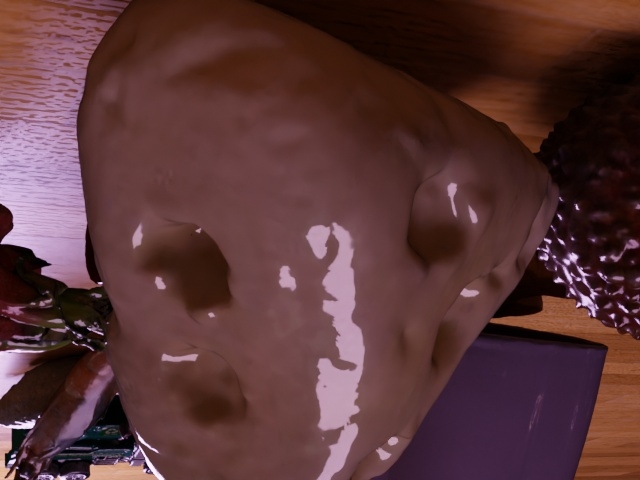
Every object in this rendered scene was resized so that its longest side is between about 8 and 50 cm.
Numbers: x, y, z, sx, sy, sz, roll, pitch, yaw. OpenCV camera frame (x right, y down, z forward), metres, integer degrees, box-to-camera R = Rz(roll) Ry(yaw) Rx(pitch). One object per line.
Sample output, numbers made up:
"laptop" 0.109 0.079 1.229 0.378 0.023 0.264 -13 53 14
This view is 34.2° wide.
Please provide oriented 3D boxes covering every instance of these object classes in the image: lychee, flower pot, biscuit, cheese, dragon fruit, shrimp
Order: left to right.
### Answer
"dragon fruit" -0.237 0.034 0.651 0.235 0.135 0.137 21 147 -15
"shrimp" -0.221 0.177 1.070 0.251 0.052 0.143 -40 140 15
"cheese" -0.019 0.004 0.495 0.173 0.251 0.248 26 167 36
"flower pot" 0.098 0.185 0.917 0.265 0.243 0.265 11 179 0
"biscuit" 0.137 0.035 0.919 0.236 0.040 0.144 11 150 -37
"lychee" 0.206 -0.019 0.593 0.165 0.165 0.197 3 177 -21

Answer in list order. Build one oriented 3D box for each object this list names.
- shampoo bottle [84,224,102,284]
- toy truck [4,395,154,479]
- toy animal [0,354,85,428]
"shampoo bottle" 0.000 0.001 0.727 0.314 0.076 0.118 8 141 -31
"toy truck" -0.256 0.215 1.228 0.216 0.110 0.116 5 147 -25
"toy animal" -0.231 0.149 1.122 0.252 0.070 0.079 -15 -179 0
